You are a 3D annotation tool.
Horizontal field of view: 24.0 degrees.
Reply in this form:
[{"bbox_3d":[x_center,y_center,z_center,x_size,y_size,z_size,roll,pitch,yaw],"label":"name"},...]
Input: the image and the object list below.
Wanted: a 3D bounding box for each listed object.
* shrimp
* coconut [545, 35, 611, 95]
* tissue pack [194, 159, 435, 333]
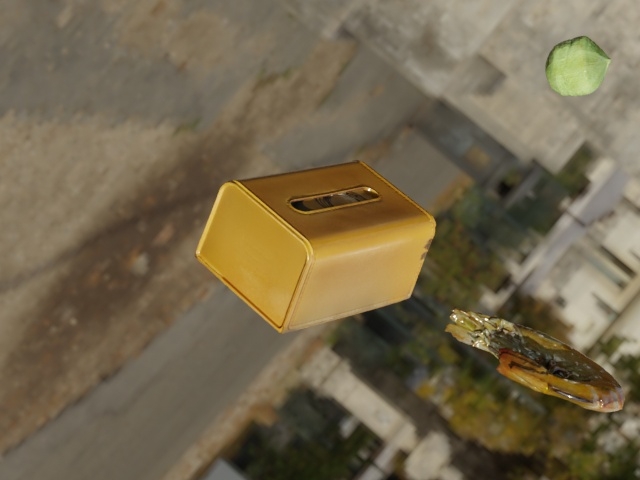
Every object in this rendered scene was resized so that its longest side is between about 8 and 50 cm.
[{"bbox_3d":[0.271,0.155,1.910,0.150,0.249,0.068,-4,117,-66],"label":"shrimp"},{"bbox_3d":[0.376,-0.253,2.189,0.096,0.087,0.088,-6,-166,24],"label":"coconut"},{"bbox_3d":[0.000,0.000,2.104,0.274,0.194,0.145,-14,136,-47],"label":"tissue pack"}]
